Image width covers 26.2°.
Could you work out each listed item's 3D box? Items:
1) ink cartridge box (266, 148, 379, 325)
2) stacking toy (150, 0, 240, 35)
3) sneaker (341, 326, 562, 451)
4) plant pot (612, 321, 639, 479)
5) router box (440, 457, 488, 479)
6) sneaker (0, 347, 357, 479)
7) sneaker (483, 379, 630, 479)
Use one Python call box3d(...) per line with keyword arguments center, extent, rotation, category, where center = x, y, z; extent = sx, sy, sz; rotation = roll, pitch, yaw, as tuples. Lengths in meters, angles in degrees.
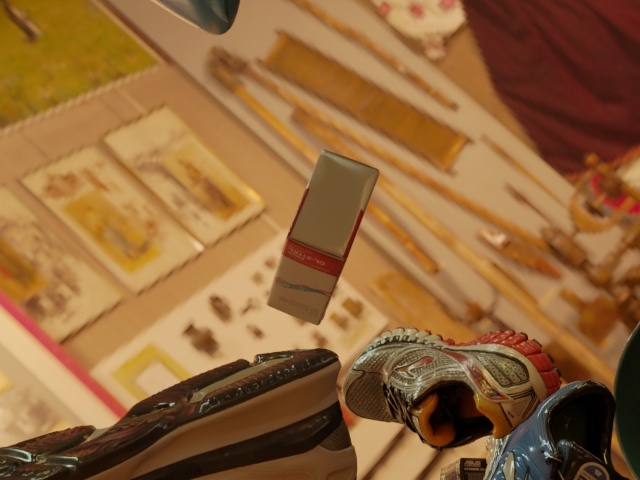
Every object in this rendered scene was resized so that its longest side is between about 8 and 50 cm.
box3d(center=(0.000, 0.000, 1.573), extent=(0.175, 0.072, 0.127), rotation=(110, 180, -60), category="ink cartridge box")
box3d(center=(-0.036, -0.309, 1.066), extent=(0.302, 0.166, 0.175), rotation=(-40, -29, -32), category="stacking toy")
box3d(center=(0.093, 0.129, 1.181), extent=(0.225, 0.088, 0.093), rotation=(-12, 25, 50), category="sneaker")
box3d(center=(0.509, 0.190, 1.575), extent=(0.290, 0.290, 0.195), rotation=(-50, -31, 21), category="plant pot")
box3d(center=(0.230, 0.315, 1.826), extent=(0.092, 0.122, 0.038), rotation=(121, 150, -68), category="router box")
box3d(center=(-0.137, 0.263, 1.038), extent=(0.448, 0.257, 0.169), rotation=(-18, 6, -33), category="sneaker")
box3d(center=(0.217, 0.265, 1.359), extent=(0.147, 0.130, 0.330), rotation=(-40, 23, 49), category="sneaker")
